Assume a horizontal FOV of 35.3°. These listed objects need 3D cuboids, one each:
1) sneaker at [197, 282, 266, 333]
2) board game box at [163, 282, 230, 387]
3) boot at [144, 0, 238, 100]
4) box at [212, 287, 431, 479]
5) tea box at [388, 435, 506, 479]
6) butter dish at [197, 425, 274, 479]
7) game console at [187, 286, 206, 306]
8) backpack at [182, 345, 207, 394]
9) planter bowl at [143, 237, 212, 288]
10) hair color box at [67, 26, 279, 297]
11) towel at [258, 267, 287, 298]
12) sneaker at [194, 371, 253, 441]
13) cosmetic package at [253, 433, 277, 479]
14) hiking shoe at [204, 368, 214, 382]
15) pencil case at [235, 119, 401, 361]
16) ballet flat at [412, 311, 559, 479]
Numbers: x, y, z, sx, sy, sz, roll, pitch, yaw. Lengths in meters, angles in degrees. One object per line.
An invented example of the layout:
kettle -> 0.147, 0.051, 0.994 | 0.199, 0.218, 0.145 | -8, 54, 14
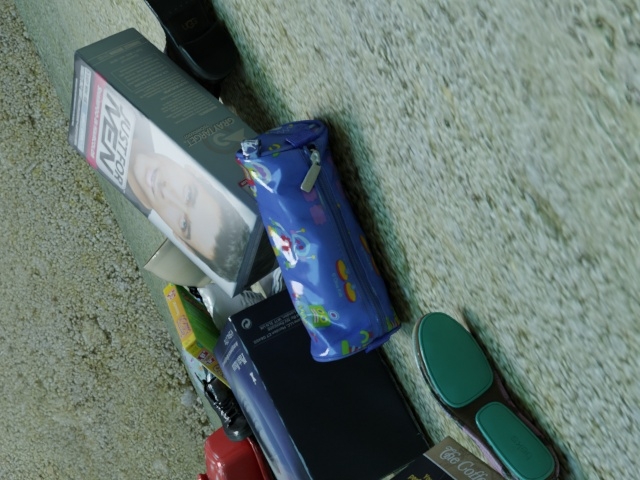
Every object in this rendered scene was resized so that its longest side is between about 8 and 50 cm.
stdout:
sneaker -> -0.141, 0.118, 1.767 | 0.235, 0.095, 0.090 | 55, -168, -67
board game box -> -0.207, 0.156, 1.754 | 0.124, 0.039, 0.259 | 45, -174, -27
boot -> -0.216, -0.304, 1.504 | 0.262, 0.091, 0.229 | 62, 163, 2
box -> -0.012, 0.231, 1.493 | 0.294, 0.183, 0.296 | 61, 164, 9
tea box -> 0.132, 0.426, 1.037 | 0.220, 0.324, 0.329 | 60, 167, -22
butter dish -> -0.157, 0.398, 1.745 | 0.160, 0.118, 0.160 | 34, 144, 62
game console -> -0.264, 0.099, 2.178 | 0.213, 0.044, 0.361 | -168, 67, -76
backpack -> -0.268, 0.296, 2.487 | 0.152, 0.115, 0.182 | 20, 136, 64
planter bowl -> -0.222, 0.018, 1.793 | 0.109, 0.162, 0.162 | 39, 166, -9
hair color box -> -0.199, -0.115, 1.446 | 0.374, 0.114, 0.185 | 41, 141, 18
towel -> -0.127, -0.030, 1.727 | 0.285, 0.034, 0.209 | 59, 162, 18
sneaker -> -0.163, 0.273, 1.699 | 0.089, 0.051, 0.170 | 61, 170, -17
cosmetic package -> -0.020, 0.416, 1.823 | 0.217, 0.156, 0.384 | 46, 156, 51
hiking shoe -> -0.133, 0.343, 2.042 | 0.132, 0.113, 0.304 | -22, 86, 43
pencil case -> 0.000, 0.000, 1.229 | 0.133, 0.119, 0.306 | 7, 121, 61
ballet flat -> 0.166, 0.177, 1.061 | 0.221, 0.077, 0.079 | 53, 164, 24
